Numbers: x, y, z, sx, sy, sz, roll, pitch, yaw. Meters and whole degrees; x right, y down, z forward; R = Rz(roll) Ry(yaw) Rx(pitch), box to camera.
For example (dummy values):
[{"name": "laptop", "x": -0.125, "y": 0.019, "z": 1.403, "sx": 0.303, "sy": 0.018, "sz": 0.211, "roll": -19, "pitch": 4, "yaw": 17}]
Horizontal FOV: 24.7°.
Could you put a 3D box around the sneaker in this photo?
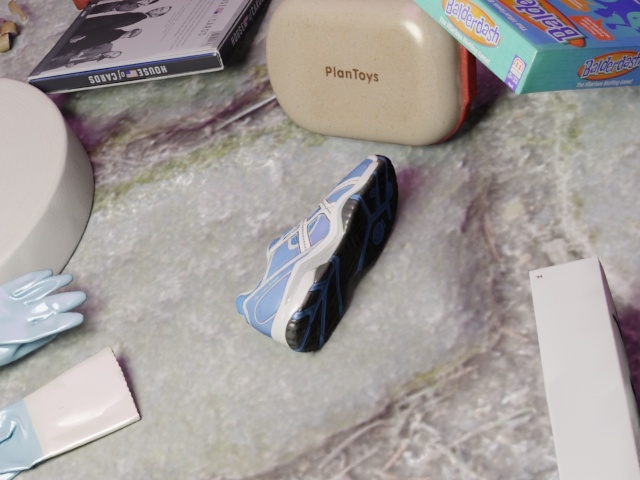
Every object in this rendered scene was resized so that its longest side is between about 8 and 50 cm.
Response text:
[{"name": "sneaker", "x": 0.000, "y": 0.000, "z": 1.308, "sx": 0.081, "sy": 0.080, "sz": 0.211, "roll": 15, "pitch": 56, "yaw": 33}]

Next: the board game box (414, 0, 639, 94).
[{"name": "board game box", "x": 0.211, "y": -0.196, "z": 1.310, "sx": 0.210, "sy": 0.047, "sz": 0.160, "roll": -9, "pitch": 43, "yaw": -37}]

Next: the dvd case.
[{"name": "dvd case", "x": -0.188, "y": -0.230, "z": 1.635, "sx": 0.239, "sy": 0.029, "sz": 0.179, "roll": -4, "pitch": 35, "yaw": 23}]

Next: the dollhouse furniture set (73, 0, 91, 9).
[{"name": "dollhouse furniture set", "x": -0.148, "y": -0.431, "z": 1.710, "sx": 0.374, "sy": 0.152, "sz": 0.201, "roll": -13, "pitch": 40, "yaw": 23}]

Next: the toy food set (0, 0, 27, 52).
[{"name": "toy food set", "x": -0.410, "y": -0.240, "z": 1.792, "sx": 0.122, "sy": 0.019, "sz": 0.078, "roll": -40, "pitch": 43, "yaw": -2}]

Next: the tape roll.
[{"name": "tape roll", "x": -0.428, "y": -0.017, "z": 1.548, "sx": 0.392, "sy": 0.072, "sz": 0.392, "roll": -14, "pitch": 44, "yaw": 14}]

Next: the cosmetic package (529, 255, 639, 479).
[{"name": "cosmetic package", "x": 0.203, "y": 0.133, "z": 1.064, "sx": 0.060, "sy": 0.099, "sz": 0.239, "roll": -15, "pitch": 45, "yaw": 14}]

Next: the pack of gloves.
[{"name": "pack of gloves", "x": -0.296, "y": 0.144, "z": 1.353, "sx": 0.232, "sy": 0.046, "sz": 0.195, "roll": -27, "pitch": 61, "yaw": -2}]

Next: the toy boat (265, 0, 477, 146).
[{"name": "toy boat", "x": 0.063, "y": -0.183, "z": 1.433, "sx": 0.231, "sy": 0.151, "sz": 0.151, "roll": 11, "pitch": 25, "yaw": 33}]
